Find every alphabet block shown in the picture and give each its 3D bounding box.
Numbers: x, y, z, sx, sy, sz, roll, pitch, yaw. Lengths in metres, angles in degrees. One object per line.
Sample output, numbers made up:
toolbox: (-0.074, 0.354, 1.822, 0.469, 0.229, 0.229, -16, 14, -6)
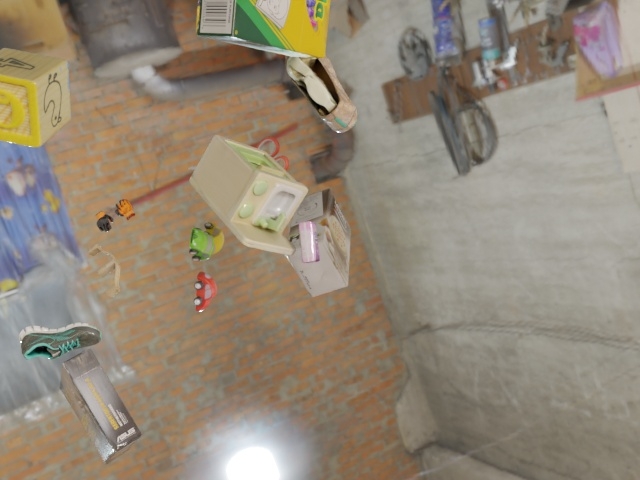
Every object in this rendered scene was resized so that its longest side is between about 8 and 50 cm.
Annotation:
alphabet block: (-0.798, -0.383, 1.874, 0.194, 0.192, 0.197, 9, -148, 2)

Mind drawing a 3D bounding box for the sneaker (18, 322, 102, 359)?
sneaker: (-0.546, 0.220, 1.476, 0.167, 0.064, 0.076, -4, -144, -13)

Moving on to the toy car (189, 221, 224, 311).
toy car: (-0.276, 0.036, 1.706, 0.053, 0.238, 0.225, 4, 158, 1)

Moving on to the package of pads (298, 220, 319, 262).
package of pads: (-0.023, 0.003, 1.415, 0.032, 0.083, 0.050, -6, 177, 13)

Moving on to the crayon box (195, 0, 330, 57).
crayon box: (-0.095, -0.571, 1.415, 0.106, 0.362, 0.313, 13, -168, 33)

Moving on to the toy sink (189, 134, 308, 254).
toy sink: (-0.131, -0.097, 1.440, 0.153, 0.131, 0.234, 13, -154, -48)

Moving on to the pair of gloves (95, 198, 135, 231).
pair of gloves: (-0.433, -0.054, 1.478, 0.083, 0.010, 0.074, -34, -135, -8)

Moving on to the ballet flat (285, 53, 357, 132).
ballet flat: (-0.016, -0.394, 1.702, 0.107, 0.316, 0.106, -46, 150, 19)

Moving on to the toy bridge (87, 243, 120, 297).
toy bridge: (-0.603, 0.078, 1.997, 0.063, 0.188, 0.026, -36, 147, 1)

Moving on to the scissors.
scissors: (-0.226, -0.196, 1.921, 0.297, 0.108, 0.021, -16, -176, 20)

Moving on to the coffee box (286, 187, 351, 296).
coffee box: (0.000, 0.000, 1.694, 0.098, 0.141, 0.246, -19, -150, 16)

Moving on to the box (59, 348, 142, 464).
box: (-0.414, 0.315, 1.311, 0.056, 0.183, 0.231, -31, 172, -29)
